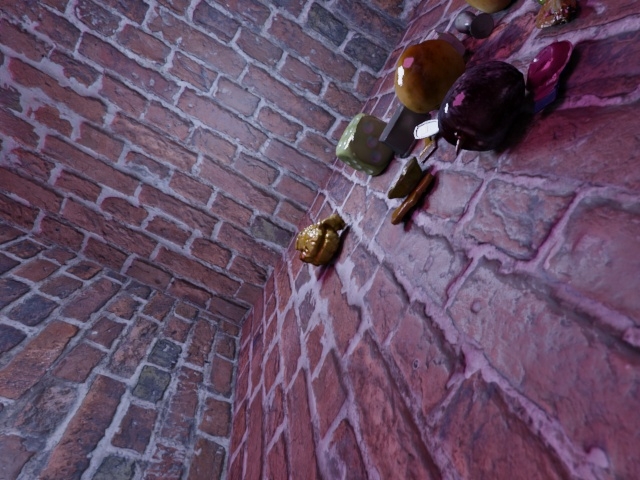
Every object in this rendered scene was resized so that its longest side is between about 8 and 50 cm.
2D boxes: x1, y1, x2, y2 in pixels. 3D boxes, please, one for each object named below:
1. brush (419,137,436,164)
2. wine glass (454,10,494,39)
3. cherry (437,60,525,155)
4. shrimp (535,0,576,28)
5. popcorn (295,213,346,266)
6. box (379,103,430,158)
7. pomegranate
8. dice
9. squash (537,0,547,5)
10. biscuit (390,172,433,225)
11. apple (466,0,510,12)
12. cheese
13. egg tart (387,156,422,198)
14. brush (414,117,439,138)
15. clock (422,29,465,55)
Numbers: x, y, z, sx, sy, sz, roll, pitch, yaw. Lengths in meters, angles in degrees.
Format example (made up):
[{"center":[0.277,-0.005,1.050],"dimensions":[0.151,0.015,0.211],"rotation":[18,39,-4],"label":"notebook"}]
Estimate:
[{"center":[0.459,-0.433,1.855],"dimensions":[0.103,0.013,0.272],"rotation":[-51,17,40],"label":"brush"},{"center":[0.607,-1.005,1.867],"dimensions":[0.096,0.264,0.310],"rotation":[-40,21,22],"label":"wine glass"},{"center":[0.471,-0.386,1.280],"dimensions":[0.296,0.218,0.255],"rotation":[-52,-15,0],"label":"cherry"},{"center":[0.716,-0.688,1.308],"dimensions":[0.217,0.051,0.115],"rotation":[-81,16,-50],"label":"shrimp"},{"center":[0.000,0.000,2.335],"dimensions":[0.332,0.225,0.265],"rotation":[-47,12,12],"label":"popcorn"},{"center":[0.388,-0.523,2.030],"dimensions":[0.244,0.134,0.163],"rotation":[-61,13,11],"label":"box"},{"center":[0.445,-0.680,1.784],"dimensions":[0.307,0.307,0.307],"rotation":[-57,15,23],"label":"pomegranate"},{"center":[0.247,-0.504,2.277],"dimensions":[0.252,0.249,0.254],"rotation":[-64,14,-1],"label":"dice"},{"center":[0.755,-0.858,1.455],"dimensions":[0.066,0.066,0.229],"rotation":[-49,18,45],"label":"squash"},{"center":[0.353,-0.157,1.657],"dimensions":[0.240,0.035,0.158],"rotation":[-52,6,29],"label":"biscuit"},{"center":[0.688,-1.103,1.719],"dimensions":[0.319,0.277,0.319],"rotation":[-55,17,25],"label":"apple"},{"center":[0.622,-0.452,1.178],"dimensions":[0.155,0.062,0.245],"rotation":[-42,27,60],"label":"cheese"},{"center":[0.342,-0.238,1.730],"dimensions":[0.197,0.078,0.197],"rotation":[-53,-2,-2],"label":"egg tart"},{"center":[0.491,-0.459,1.717],"dimensions":[0.296,0.060,0.068],"rotation":[-2,88,62],"label":"brush"},{"center":[0.543,-0.853,2.005],"dimensions":[0.235,0.166,0.310],"rotation":[-54,13,34],"label":"clock"}]
